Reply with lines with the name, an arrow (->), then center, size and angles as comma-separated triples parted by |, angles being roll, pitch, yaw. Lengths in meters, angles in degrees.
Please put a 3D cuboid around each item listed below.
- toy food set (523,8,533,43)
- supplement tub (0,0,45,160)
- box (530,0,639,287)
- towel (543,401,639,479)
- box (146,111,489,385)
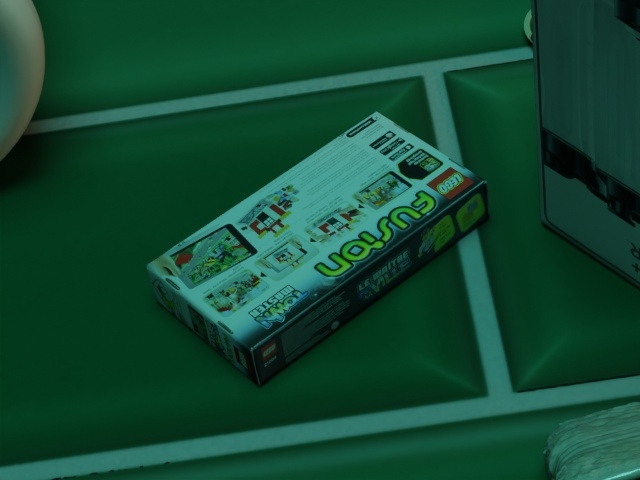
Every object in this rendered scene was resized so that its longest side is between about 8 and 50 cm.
toy food set -> 0.196, -0.168, 1.206 | 0.082, 0.020, 0.083 | 11, 48, 20
supplement tub -> -0.348, -0.205, 1.185 | 0.241, 0.241, 0.331 | -17, 45, -7
box -> 0.213, -0.093, 0.934 | 0.087, 0.290, 0.169 | -35, 51, -22
towel -> 0.255, 0.099, 0.822 | 0.282, 0.049, 0.187 | -14, 1, 6
box -> 0.000, 0.000, 1.059 | 0.207, 0.036, 0.114 | -35, 49, -23
